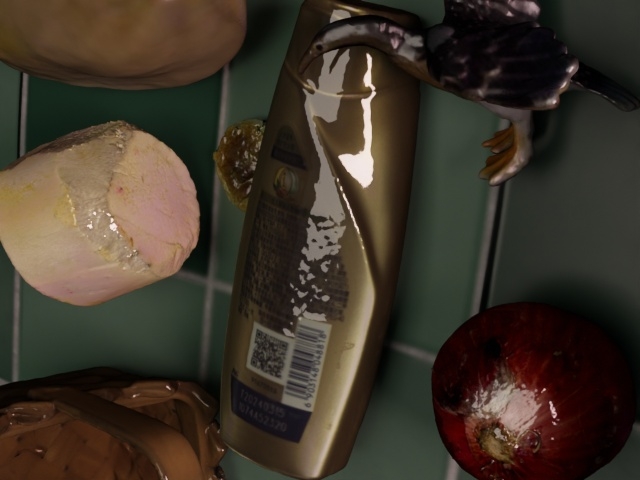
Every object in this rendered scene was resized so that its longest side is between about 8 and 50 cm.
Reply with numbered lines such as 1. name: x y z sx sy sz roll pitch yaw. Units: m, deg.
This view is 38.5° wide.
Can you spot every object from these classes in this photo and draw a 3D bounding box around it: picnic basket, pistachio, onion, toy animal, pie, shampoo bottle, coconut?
1. picnic basket: -0.194 0.238 0.718 0.321 0.291 0.254 9 104 45
2. pistachio: -0.168 -0.204 0.724 0.288 0.197 0.166 5 58 44
3. onion: 0.133 0.103 0.591 0.131 0.131 0.131 6 102 33
4. toy animal: 0.088 -0.106 0.562 0.197 0.273 0.160 -24 121 26
5. pie: -0.053 -0.057 0.745 0.084 0.020 0.085 6 101 33
6. shampoo bottle: 0.000 0.000 0.681 0.125 0.084 0.350 18 107 29
7. coconut: -0.193 -0.019 0.771 0.152 0.147 0.147 -15 90 33
